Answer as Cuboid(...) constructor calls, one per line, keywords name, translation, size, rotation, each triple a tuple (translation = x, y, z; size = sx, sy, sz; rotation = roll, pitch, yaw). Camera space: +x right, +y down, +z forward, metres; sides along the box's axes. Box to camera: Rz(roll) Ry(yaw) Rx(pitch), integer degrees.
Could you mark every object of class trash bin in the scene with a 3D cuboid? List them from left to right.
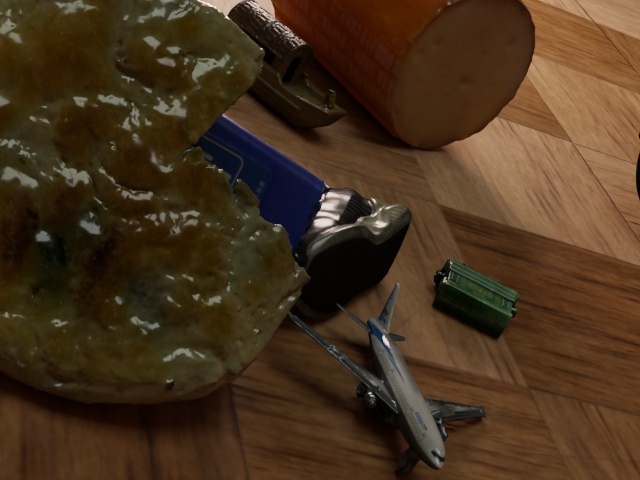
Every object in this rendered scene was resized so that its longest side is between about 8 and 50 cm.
Cuboid(name="trash bin", translation=(-0.132, -0.051, 1.139), size=(0.235, 0.162, 0.184), rotation=(28, -9, -17))

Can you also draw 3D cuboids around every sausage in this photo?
Cuboid(name="sausage", translation=(0.103, -0.287, 1.712), size=(0.233, 0.233, 0.287), rotation=(0, 39, -43))

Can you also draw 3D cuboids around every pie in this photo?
Cuboid(name="pie", translation=(-0.162, -0.031, 0.988), size=(0.338, 0.337, 0.075), rotation=(19, -11, -18))

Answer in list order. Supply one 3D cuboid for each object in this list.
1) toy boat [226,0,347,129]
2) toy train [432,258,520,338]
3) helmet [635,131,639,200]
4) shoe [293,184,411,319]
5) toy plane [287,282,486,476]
Cuboid(name="toy boat", translation=(-0.055, -0.212, 1.587), size=(0.226, 0.088, 0.068), rotation=(42, 29, 27))
Cuboid(name="toy train", translation=(0.156, 0.060, 1.362), size=(0.093, 0.038, 0.056), rotation=(28, 33, -1))
Cuboid(name="helmet", translation=(0.517, -0.061, 1.780), size=(0.231, 0.160, 0.279), rotation=(8, 21, -32))
Cuboid(name="shoe", translation=(0.000, 0.000, 1.267), size=(0.112, 0.099, 0.227), rotation=(30, 22, 20))
Cuboid(name="toy plane", translation=(0.067, 0.124, 1.139), size=(0.226, 0.058, 0.226), rotation=(28, 28, -26))
